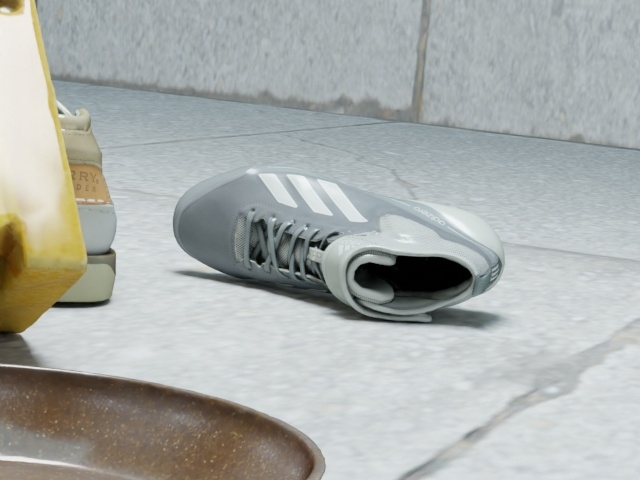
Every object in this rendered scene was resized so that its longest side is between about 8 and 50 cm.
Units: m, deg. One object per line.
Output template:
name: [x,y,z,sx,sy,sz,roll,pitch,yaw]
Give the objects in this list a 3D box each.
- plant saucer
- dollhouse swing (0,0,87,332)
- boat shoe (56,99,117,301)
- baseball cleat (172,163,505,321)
plant saucer: [-0.099,0.073,0.569,0.198,0.036,0.198,6,7,-1]
dollhouse swing: [-0.338,-0.006,0.920,0.347,0.305,0.315,3,49,-25]
boat shoe: [-0.183,-0.039,1.116,0.113,0.103,0.302,2,8,-26]
baseball cleat: [0.000,0.000,1.088,0.206,0.072,0.109,4,13,17]
